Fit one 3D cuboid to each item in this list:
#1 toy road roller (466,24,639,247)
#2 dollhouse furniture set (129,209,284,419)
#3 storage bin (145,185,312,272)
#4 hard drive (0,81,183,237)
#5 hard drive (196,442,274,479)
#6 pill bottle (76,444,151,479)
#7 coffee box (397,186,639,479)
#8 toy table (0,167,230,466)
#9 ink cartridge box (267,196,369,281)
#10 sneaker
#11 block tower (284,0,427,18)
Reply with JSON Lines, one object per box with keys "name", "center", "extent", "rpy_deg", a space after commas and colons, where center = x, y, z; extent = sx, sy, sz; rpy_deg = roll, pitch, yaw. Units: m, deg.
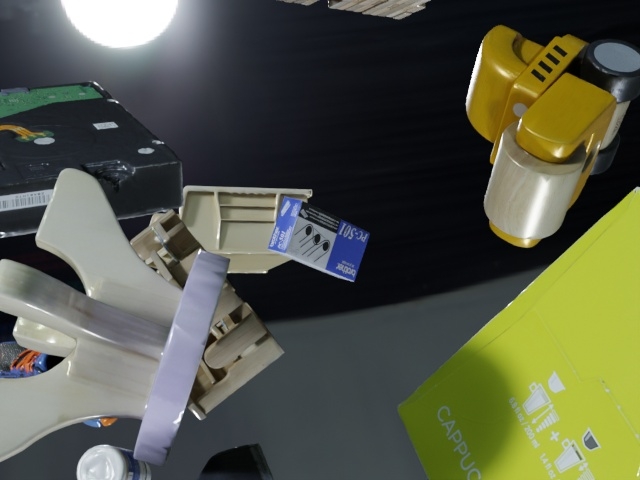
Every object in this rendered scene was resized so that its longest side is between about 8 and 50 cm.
{"name": "toy road roller", "center": [0.303, -0.176, 1.434], "extent": [0.241, 0.329, 0.202], "rpy_deg": [30, 142, 20]}
{"name": "dollhouse furniture set", "center": [-0.187, 0.120, 1.420], "extent": [0.212, 0.161, 0.242], "rpy_deg": [47, 174, 47]}
{"name": "storage bin", "center": [-0.181, -0.015, 1.868], "extent": [0.262, 0.260, 0.123], "rpy_deg": [157, 113, -66]}
{"name": "hard drive", "center": [-0.320, -0.100, 1.104], "extent": [0.339, 0.237, 0.064], "rpy_deg": [39, 133, 53]}
{"name": "hard drive", "center": [-0.098, 0.311, 0.804], "extent": [0.254, 0.054, 0.172], "rpy_deg": [-66, 25, 16]}
{"name": "pill bottle", "center": [-0.269, 0.310, 1.303], "extent": [0.120, 0.067, 0.067], "rpy_deg": [56, -158, -70]}
{"name": "coffee box", "center": [0.341, 0.219, 0.930], "extent": [0.338, 0.334, 0.337], "rpy_deg": [-46, 45, 23]}
{"name": "toy table", "center": [-0.177, 0.081, 0.804], "extent": [0.274, 0.161, 0.252], "rpy_deg": [119, 167, -60]}
{"name": "ink cartridge box", "center": [0.000, 0.000, 1.728], "extent": [0.046, 0.207, 0.097], "rpy_deg": [14, 83, 39]}
{"name": "sneaker", "center": [-0.341, 0.163, 1.251], "extent": [0.083, 0.221, 0.087], "rpy_deg": [-56, -36, -37]}
{"name": "block tower", "center": [0.020, -0.392, 1.409], "extent": [0.091, 0.335, 0.097], "rpy_deg": [-14, 83, 49]}
